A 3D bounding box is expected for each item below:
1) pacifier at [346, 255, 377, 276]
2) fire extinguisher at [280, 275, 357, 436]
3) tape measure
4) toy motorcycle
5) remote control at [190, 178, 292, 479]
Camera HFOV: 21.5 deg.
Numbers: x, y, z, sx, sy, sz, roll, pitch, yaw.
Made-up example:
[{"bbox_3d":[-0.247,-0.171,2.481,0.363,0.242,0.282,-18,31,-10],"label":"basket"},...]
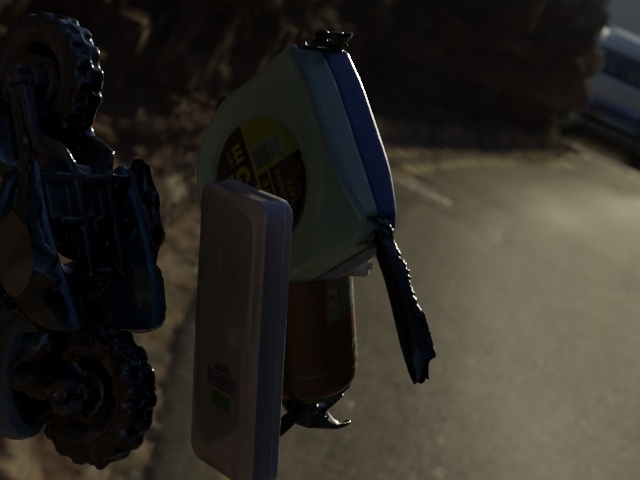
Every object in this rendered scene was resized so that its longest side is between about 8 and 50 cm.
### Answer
[{"bbox_3d":[0.027,-0.002,1.764,0.099,0.078,0.081,6,0,-17],"label":"pacifier"},{"bbox_3d":[-0.044,0.073,1.869,0.200,0.376,0.113,-19,27,-30],"label":"fire extinguisher"},{"bbox_3d":[0.000,0.000,1.599,0.098,0.215,0.351,0,66,-43],"label":"tape measure"},{"bbox_3d":[-0.266,0.009,1.534,0.232,0.416,0.172,-17,-10,38],"label":"toy motorcycle"},{"bbox_3d":[-0.068,0.078,1.413,0.034,0.250,0.103,-7,18,-35],"label":"remote control"}]
